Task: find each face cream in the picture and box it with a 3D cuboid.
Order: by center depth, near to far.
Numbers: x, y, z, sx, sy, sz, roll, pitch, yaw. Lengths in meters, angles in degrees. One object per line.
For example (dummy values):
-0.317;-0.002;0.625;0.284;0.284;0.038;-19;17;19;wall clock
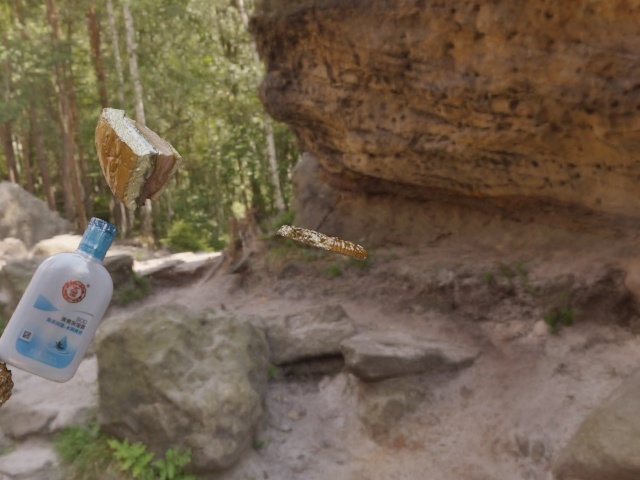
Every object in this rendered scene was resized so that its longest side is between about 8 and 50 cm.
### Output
-0.518;0.114;1.402;0.163;0.337;0.080;30;-15;-24;face cream

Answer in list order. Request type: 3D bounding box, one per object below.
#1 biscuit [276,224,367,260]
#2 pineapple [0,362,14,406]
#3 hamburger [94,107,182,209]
0.013;0.004;1.144;0.126;0.025;0.206;16;0;-29;biscuit
-0.676;0.227;1.274;0.119;0.237;0.111;10;50;18;pineapple
-0.416;-0.181;1.421;0.155;0.208;0.135;-50;-16;18;hamburger
